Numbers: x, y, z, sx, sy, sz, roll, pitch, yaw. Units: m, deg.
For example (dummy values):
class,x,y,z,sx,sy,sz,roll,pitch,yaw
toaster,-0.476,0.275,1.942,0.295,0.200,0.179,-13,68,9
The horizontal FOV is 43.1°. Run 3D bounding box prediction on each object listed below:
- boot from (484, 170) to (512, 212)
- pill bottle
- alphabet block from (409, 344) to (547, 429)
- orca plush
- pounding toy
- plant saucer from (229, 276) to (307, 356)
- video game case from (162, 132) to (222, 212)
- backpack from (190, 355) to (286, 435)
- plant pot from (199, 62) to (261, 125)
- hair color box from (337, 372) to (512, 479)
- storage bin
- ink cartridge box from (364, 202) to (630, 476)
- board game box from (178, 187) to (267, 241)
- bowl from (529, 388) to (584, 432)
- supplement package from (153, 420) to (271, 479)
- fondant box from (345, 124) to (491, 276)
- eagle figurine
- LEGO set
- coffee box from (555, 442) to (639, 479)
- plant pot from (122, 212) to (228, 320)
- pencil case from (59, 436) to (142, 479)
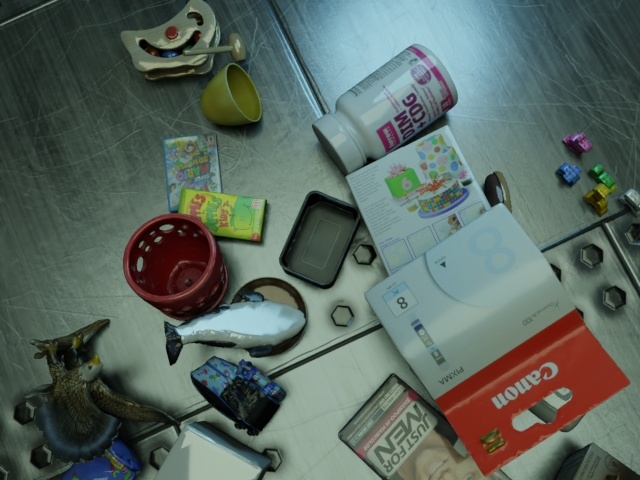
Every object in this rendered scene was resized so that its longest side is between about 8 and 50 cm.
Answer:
class,x,y,z,sx,sy,sz,roll,pitch,yaw
boot,0.291,-0.026,1.691,0.207,0.090,0.248,1,78,4
pill bottle,0.133,-0.272,1.707,0.283,0.160,0.160,-36,80,-3
alphabet block,0.312,0.248,1.565,0.192,0.197,0.193,40,86,24
orca plush,-0.174,0.199,1.632,0.287,0.102,0.151,-20,63,-29
pounding toy,-0.301,-0.450,1.761,0.270,0.155,0.154,-7,84,2
plant saucer,-0.111,0.161,1.708,0.168,0.029,0.168,0,80,2
video game case,-0.281,-0.150,1.778,0.119,0.015,0.166,-7,80,1
backpack,-0.171,0.296,1.628,0.173,0.158,0.117,36,79,18
plant pot,-0.204,-0.302,1.755,0.095,0.134,0.134,-21,79,23
hair color box,0.217,0.442,1.604,0.347,0.105,0.174,42,85,8
storage bin,0.000,0.000,1.704,0.122,0.084,0.180,23,83,6
ink cartridge box,0.304,0.169,1.438,0.308,0.091,0.385,-34,64,3
board game box,-0.211,-0.055,1.732,0.181,0.043,0.092,8,91,1
bowl,0.487,0.304,1.643,0.142,0.053,0.142,36,85,9
supplement package,-0.246,0.523,1.575,0.175,0.177,0.293,28,83,8
fondant box,0.224,-0.033,1.637,0.238,0.096,0.330,-26,68,10
eagle figurine,-0.453,0.307,1.598,0.226,0.225,0.298,-34,73,-14
LEGO set,0.580,-0.125,1.693,0.087,0.093,0.227,-42,81,-5
coffee box,0.495,0.554,1.511,0.168,0.119,0.297,36,59,9
plant pot,-0.282,0.062,1.648,0.191,0.174,0.191,-4,66,10
pencil case,-0.484,0.532,1.613,0.133,0.119,0.306,35,83,25
